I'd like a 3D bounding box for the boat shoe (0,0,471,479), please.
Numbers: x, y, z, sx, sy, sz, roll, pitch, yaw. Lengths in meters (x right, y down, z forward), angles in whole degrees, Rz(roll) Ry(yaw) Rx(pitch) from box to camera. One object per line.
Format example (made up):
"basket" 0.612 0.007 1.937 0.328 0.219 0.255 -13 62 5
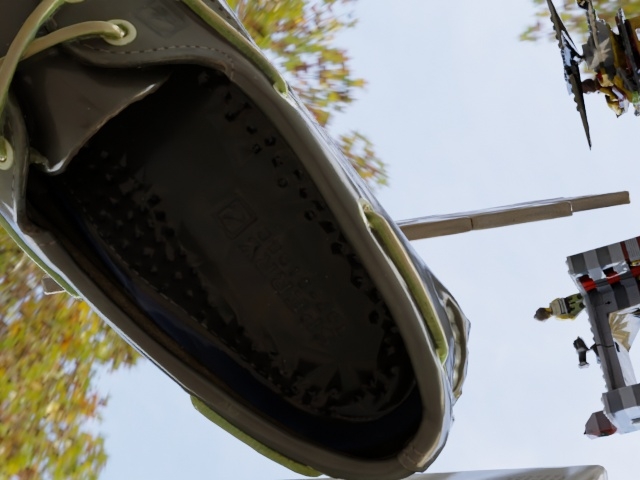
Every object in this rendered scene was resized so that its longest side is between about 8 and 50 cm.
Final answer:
"boat shoe" -0.064 -0.040 0.503 0.109 0.091 0.305 -43 -84 4

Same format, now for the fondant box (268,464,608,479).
"fondant box" -0.067 0.183 0.598 0.238 0.330 0.096 -25 -80 -43

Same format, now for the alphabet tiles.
"alphabet tiles" 0.000 0.000 0.935 0.342 0.285 0.011 -9 -88 -10

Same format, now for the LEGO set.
"LEGO set" 0.226 0.004 0.927 0.192 0.255 0.331 -17 -108 14
